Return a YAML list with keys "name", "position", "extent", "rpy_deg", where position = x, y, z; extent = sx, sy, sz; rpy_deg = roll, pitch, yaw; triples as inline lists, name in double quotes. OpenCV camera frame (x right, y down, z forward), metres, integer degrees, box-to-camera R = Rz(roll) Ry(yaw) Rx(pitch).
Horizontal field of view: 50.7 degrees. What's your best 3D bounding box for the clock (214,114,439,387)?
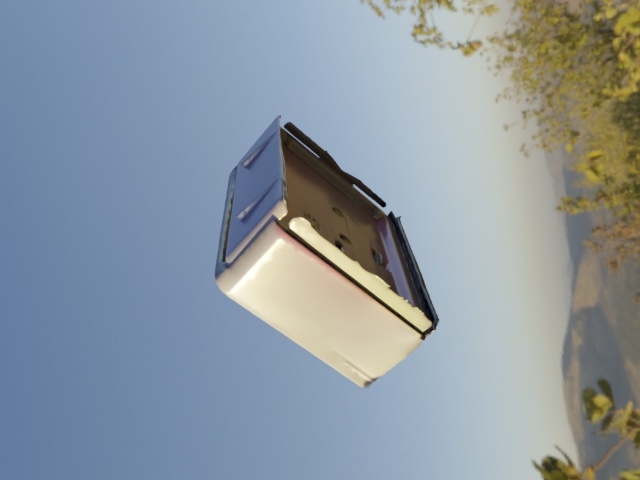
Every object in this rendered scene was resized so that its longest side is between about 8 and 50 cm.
- name: "clock"
  position: [0.000, -0.001, 0.504]
  extent: [0.145, 0.073, 0.193]
  rpy_deg: [38, -161, -20]
